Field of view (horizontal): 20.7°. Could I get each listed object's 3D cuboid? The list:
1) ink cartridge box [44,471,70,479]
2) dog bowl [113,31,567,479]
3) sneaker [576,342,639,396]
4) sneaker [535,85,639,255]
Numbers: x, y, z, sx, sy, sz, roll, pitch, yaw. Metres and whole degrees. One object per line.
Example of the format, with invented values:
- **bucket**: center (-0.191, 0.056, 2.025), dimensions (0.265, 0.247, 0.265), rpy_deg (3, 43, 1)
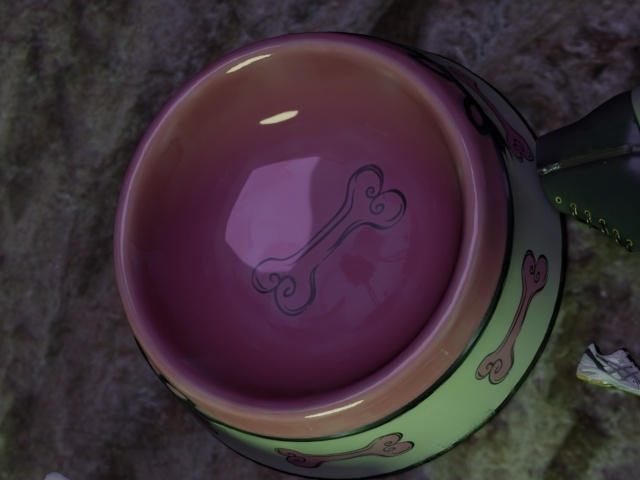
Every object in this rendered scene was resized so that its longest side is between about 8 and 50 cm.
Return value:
- **ink cartridge box**: center (-0.123, 0.369, 1.499), dimensions (0.353, 0.119, 0.207), rpy_deg (30, 89, 23)
- **dog bowl**: center (0.000, 0.000, 1.528), dimensions (0.408, 0.150, 0.408), rpy_deg (-5, 75, 20)
- **sneaker**: center (0.257, 0.109, 1.469), dimensions (0.083, 0.032, 0.037), rpy_deg (16, 83, 22)
- **sneaker**: center (0.266, -0.010, 1.480), dimensions (0.118, 0.083, 0.222), rpy_deg (-25, 70, 27)
